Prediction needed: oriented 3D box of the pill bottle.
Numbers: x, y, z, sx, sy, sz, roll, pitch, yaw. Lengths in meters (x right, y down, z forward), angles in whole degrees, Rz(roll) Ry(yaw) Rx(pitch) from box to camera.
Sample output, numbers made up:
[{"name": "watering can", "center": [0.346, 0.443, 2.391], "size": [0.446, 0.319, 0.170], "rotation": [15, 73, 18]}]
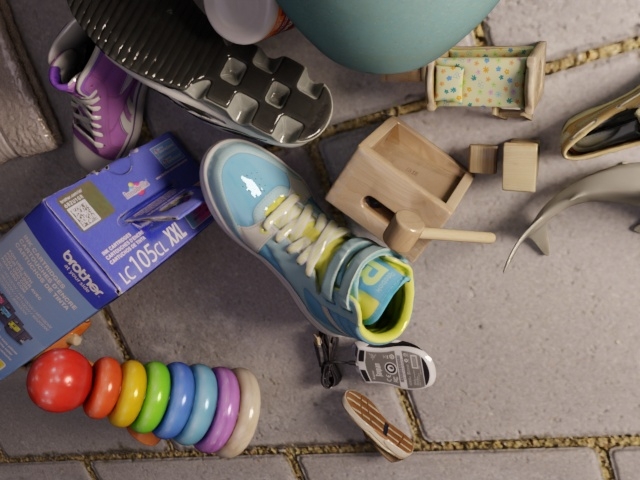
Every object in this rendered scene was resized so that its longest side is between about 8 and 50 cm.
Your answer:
[{"name": "pill bottle", "center": [-0.057, -0.272, 0.783], "size": [0.086, 0.152, 0.086], "rotation": [11, 119, 20]}]

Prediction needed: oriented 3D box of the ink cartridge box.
[{"name": "ink cartridge box", "center": [-0.313, 0.009, 0.973], "size": [0.395, 0.270, 0.151], "rotation": [-33, 99, 34]}]

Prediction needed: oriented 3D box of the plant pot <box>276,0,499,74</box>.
[{"name": "plant pot", "center": [0.064, -0.278, 0.672], "size": [0.290, 0.290, 0.195], "rotation": [18, 142, 16]}]

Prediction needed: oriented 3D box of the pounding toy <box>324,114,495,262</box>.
[{"name": "pounding toy", "center": [0.100, -0.028, 0.798], "size": [0.181, 0.206, 0.094], "rotation": [37, 124, 4]}]

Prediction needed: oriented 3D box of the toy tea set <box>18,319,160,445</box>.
[{"name": "toy tea set", "center": [-0.360, 0.192, 1.165], "size": [0.336, 0.200, 0.124], "rotation": [35, 89, -12]}]

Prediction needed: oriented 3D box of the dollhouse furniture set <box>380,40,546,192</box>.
[{"name": "dollhouse furniture set", "center": [0.148, -0.132, 0.786], "size": [0.181, 0.101, 0.161], "rotation": [6, 117, 23]}]

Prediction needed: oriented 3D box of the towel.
[{"name": "towel", "center": [-0.514, -0.253, 1.072], "size": [0.187, 0.049, 0.282], "rotation": [-8, 111, 29]}]

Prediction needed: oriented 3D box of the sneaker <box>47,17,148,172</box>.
[{"name": "sneaker", "center": [-0.310, -0.193, 0.935], "size": [0.102, 0.161, 0.282], "rotation": [36, 124, 10]}]

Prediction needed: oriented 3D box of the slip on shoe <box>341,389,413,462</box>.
[{"name": "slip on shoe", "center": [0.078, 0.281, 1.059], "size": [0.135, 0.051, 0.041], "rotation": [40, 122, -7]}]

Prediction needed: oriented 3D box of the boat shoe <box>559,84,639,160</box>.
[{"name": "boat shoe", "center": [0.336, -0.127, 0.717], "size": [0.190, 0.072, 0.068], "rotation": [-30, 99, 33]}]

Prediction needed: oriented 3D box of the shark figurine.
[{"name": "shark figurine", "center": [0.334, -0.036, 0.743], "size": [0.278, 0.116, 0.166], "rotation": [0, 113, 23]}]

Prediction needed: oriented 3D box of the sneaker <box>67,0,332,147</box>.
[{"name": "sneaker", "center": [-0.152, -0.204, 0.850], "size": [0.330, 0.123, 0.146], "rotation": [33, 168, -9]}]

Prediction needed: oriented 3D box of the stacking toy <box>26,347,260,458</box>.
[{"name": "stacking toy", "center": [-0.259, 0.227, 1.039], "size": [0.330, 0.141, 0.141], "rotation": [19, 130, -29]}]

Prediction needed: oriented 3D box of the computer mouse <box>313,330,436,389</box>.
[{"name": "computer mouse", "center": [0.080, 0.172, 1.009], "size": [0.192, 0.042, 0.106], "rotation": [1, 110, 31]}]

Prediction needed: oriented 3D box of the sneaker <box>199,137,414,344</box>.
[{"name": "sneaker", "center": [0.000, 0.000, 0.846], "size": [0.319, 0.127, 0.208], "rotation": [48, 162, -21]}]
